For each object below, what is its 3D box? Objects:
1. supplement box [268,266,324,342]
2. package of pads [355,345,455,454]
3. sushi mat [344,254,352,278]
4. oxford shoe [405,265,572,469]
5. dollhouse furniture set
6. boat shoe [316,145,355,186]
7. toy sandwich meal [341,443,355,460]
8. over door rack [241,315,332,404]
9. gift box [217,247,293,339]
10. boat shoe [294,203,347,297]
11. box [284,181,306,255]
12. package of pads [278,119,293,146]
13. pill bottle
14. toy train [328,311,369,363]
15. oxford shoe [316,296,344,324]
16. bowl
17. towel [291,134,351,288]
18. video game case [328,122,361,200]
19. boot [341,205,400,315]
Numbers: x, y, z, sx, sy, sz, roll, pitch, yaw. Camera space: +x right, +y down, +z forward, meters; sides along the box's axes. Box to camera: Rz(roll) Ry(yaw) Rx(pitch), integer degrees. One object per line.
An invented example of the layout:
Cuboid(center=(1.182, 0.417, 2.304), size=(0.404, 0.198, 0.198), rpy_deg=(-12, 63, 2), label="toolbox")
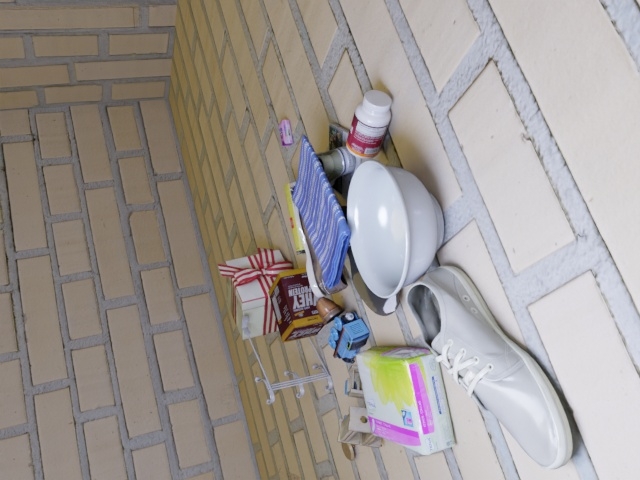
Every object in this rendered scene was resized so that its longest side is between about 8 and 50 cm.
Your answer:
Cuboid(center=(-0.075, 0.219, 2.065), size=(0.191, 0.129, 0.194), rpy_deg=(122, 134, -59), label="supplement box")
Cuboid(center=(0.196, 0.375, 1.484), size=(0.296, 0.101, 0.229), rpy_deg=(158, 101, -68), label="package of pads")
Cuboid(center=(0.061, -0.014, 1.772), size=(0.316, 0.019, 0.151), rpy_deg=(-120, 30, -42), label="sushi mat")
Cuboid(center=(0.294, 0.230, 1.139), size=(0.169, 0.130, 0.449), rpy_deg=(103, 148, -42), label="oxford shoe")
Cuboid(center=(0.130, 0.467, 1.704), size=(0.129, 0.129, 0.183), rpy_deg=(112, 167, -54), label="dollhouse furniture set")
Cuboid(center=(-0.003, -0.201, 1.687), size=(0.302, 0.094, 0.109), rpy_deg=(157, 101, -69), label="boat shoe")
Cuboid(center=(0.095, 0.674, 1.973), size=(0.085, 0.029, 0.085), rpy_deg=(42, 139, 51), label="toy sandwich meal")
Cuboid(center=(-0.122, 0.405, 2.121), size=(0.324, 0.240, 0.108), rpy_deg=(66, 149, 32), label="over door rack")
Cuboid(center=(-0.242, 0.183, 2.305), size=(0.276, 0.255, 0.258), rpy_deg=(54, 149, 37), label="gift box")
Cuboid(center=(0.000, 0.000, 1.773), size=(0.116, 0.097, 0.324), rpy_deg=(23, -128, -66), label="boat shoe")
Cuboid(center=(-0.052, -0.073, 1.941), size=(0.058, 0.087, 0.232), rpy_deg=(165, 94, -69), label="box")
Cuboid(center=(-0.119, -0.363, 2.056), size=(0.050, 0.032, 0.083), rpy_deg=(162, 98, -71), label="package of pads")
Cuboid(center=(0.116, -0.273, 1.426), size=(0.152, 0.086, 0.086), rpy_deg=(107, 147, -47), label="pill bottle")
Cuboid(center=(0.080, 0.289, 1.778), size=(0.105, 0.080, 0.184), rpy_deg=(57, 149, 34), label="toy train")
Cuboid(center=(0.023, 0.205, 1.823), size=(0.076, 0.076, 0.212), rpy_deg=(50, 172, 11), label="oxford shoe")
Cuboid(center=(0.173, -0.032, 1.312), size=(0.298, 0.134, 0.297), rpy_deg=(171, 90, -70), label="bowl")
Cuboid(center=(-0.007, -0.070, 1.558), size=(0.243, 0.040, 0.336), rpy_deg=(102, 151, -51), label="towel")
Cuboid(center=(0.065, -0.212, 1.671), size=(0.173, 0.022, 0.190), rpy_deg=(-136, 41, -56), label="video game case")
Cuboid(center=(0.129, 0.053, 1.544), size=(0.115, 0.112, 0.305), rpy_deg=(26, -144, -61), label="boot")
